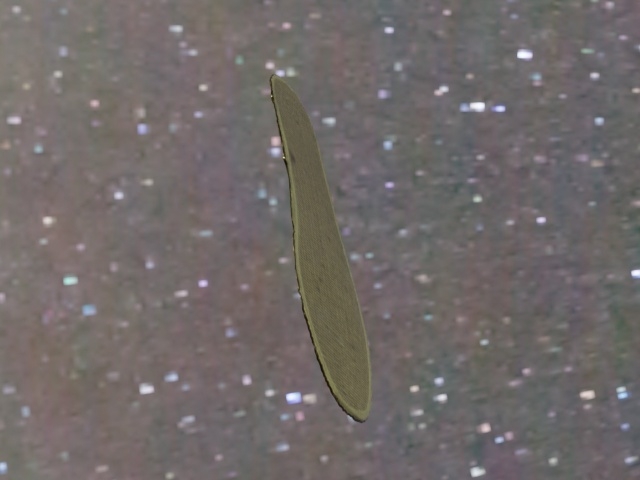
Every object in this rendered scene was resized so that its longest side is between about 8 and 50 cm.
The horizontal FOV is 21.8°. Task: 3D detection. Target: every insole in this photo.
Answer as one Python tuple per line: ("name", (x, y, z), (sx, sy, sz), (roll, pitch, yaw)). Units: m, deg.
("insole", (0.001, 0.000, 0.876), (0.003, 0.080, 0.232), (-25, -133, 16))
